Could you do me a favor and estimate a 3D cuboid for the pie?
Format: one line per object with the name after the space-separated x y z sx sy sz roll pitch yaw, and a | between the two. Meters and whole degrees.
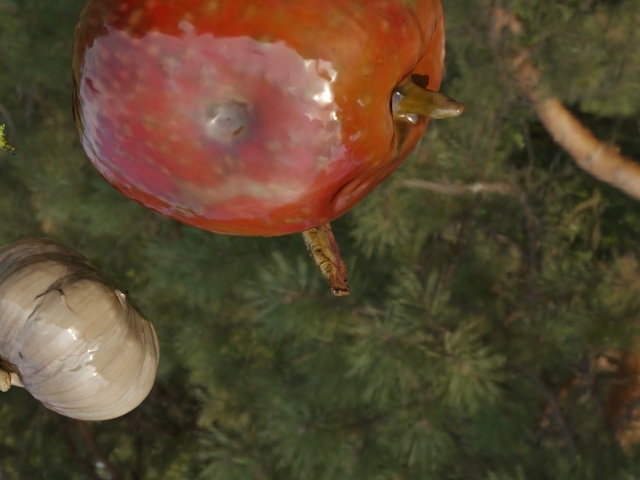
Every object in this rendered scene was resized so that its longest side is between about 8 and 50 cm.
0.000 0.000 1.251 0.092 0.034 0.170 35 -154 -61 | pie

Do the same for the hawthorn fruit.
-0.035 -0.131 0.765 0.299 0.275 0.275 20 -175 21 | hawthorn fruit

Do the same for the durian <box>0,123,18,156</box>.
-0.469 -0.144 1.467 0.086 0.100 0.215 33 159 13 | durian

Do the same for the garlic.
-0.382 0.137 1.645 0.321 0.241 0.322 21 173 3 | garlic
